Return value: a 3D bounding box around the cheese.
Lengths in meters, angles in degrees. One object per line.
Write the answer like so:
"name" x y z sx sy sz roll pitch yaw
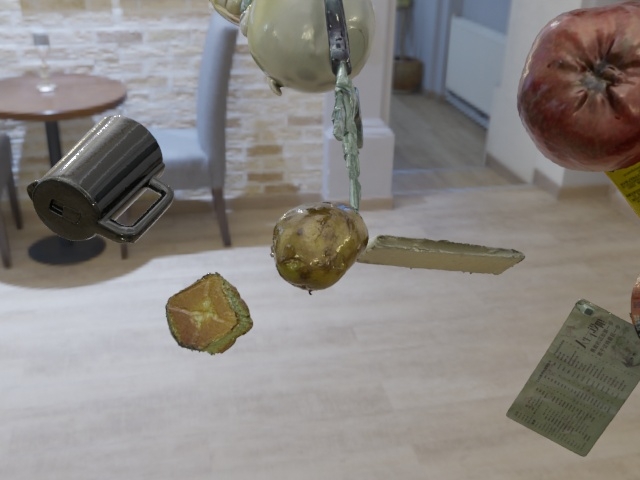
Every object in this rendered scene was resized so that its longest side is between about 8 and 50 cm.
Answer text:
"cheese" 0.232 0.030 1.454 0.400 0.034 0.085 6 -26 -38

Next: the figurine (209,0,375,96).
"figurine" -0.060 -0.361 1.277 0.226 0.274 0.394 -50 49 -1

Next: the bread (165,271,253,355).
"bread" -0.195 0.134 1.340 0.140 0.069 0.128 -34 68 10

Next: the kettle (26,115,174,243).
"kettle" -0.527 -0.128 1.901 0.203 0.262 0.308 -27 22 33

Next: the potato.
"potato" 0.000 0.000 1.156 0.137 0.137 0.176 9 26 15

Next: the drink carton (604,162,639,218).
"drink carton" 0.657 -0.073 1.449 0.111 0.351 0.154 -32 23 30

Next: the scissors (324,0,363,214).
"scissors" 0.029 -0.168 0.922 0.029 0.256 0.383 -8 31 7

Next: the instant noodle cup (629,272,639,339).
"instant noodle cup" 0.598 0.103 1.161 0.230 0.230 0.182 -9 -1 -21

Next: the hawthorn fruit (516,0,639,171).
"hawthorn fruit" 0.458 -0.236 1.266 0.276 0.299 0.275 -4 67 10

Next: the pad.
"pad" 0.453 0.243 1.331 0.160 0.265 0.009 27 22 5
